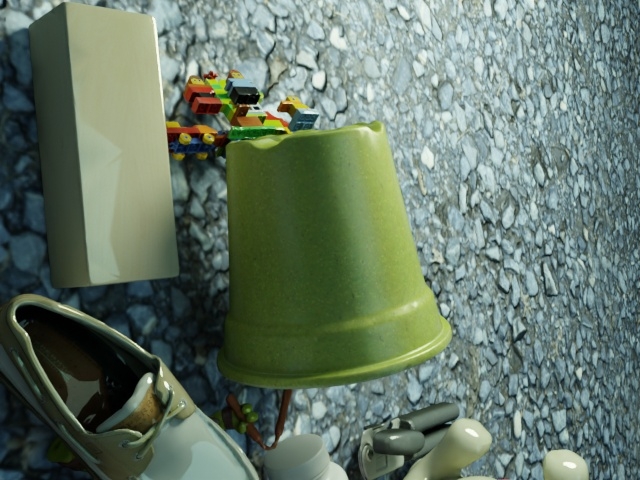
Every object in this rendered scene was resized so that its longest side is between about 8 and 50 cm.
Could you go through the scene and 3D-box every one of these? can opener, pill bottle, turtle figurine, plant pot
[{"bbox_3d":[0.149,0.308,1.185,0.280,0.093,0.074,1,86,-55],"label":"can opener"},{"bbox_3d":[-0.005,0.349,0.971,0.108,0.108,0.193,-34,112,-47],"label":"pill bottle"},{"bbox_3d":[-0.161,0.226,0.812,0.217,0.087,0.269,45,68,-25],"label":"turtle figurine"},{"bbox_3d":[0.000,0.000,0.875,0.276,0.276,0.253,-18,104,-50],"label":"plant pot"}]

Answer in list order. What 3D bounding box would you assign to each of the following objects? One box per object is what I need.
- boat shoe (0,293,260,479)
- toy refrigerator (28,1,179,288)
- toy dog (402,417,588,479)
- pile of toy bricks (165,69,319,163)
[{"bbox_3d":[-0.174,0.163,0.691,0.302,0.103,0.113,37,59,-6],"label":"boat shoe"},{"bbox_3d":[-0.222,-0.090,0.780,0.102,0.094,0.269,-5,89,-44],"label":"toy refrigerator"},{"bbox_3d":[0.173,0.409,0.929,0.395,0.285,0.408,-54,159,-17],"label":"toy dog"},{"bbox_3d":[-0.107,-0.165,0.937,0.212,0.118,0.105,-7,52,-40],"label":"pile of toy bricks"}]
